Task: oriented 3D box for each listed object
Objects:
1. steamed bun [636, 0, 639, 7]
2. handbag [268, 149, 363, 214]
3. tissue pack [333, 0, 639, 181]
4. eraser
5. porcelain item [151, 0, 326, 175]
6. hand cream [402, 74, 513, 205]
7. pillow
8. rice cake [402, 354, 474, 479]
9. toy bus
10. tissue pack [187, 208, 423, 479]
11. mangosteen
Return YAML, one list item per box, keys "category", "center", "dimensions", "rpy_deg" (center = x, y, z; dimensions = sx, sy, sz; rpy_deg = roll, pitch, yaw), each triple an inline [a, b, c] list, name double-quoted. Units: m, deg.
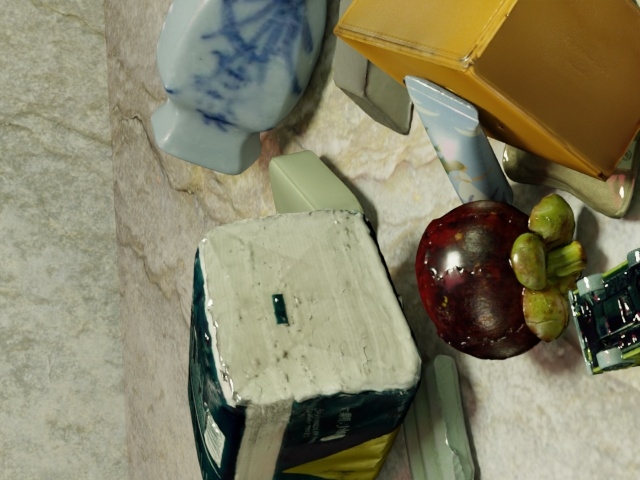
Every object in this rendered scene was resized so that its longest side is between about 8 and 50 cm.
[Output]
- category: "steamed bun"
  center: [0.331, -0.206, 0.752]
  dimensions: [0.200, 0.155, 0.250]
  rpy_deg: [123, 146, -47]
- category: "handbag"
  center: [0.000, 0.000, 1.622]
  dimensions: [0.256, 0.079, 0.219]
  rpy_deg: [-128, 28, -54]
- category: "tissue pack"
  center: [0.168, -0.190, 1.042]
  dimensions: [0.145, 0.194, 0.274]
  rpy_deg: [-60, 30, 2]
- category: "eraser"
  center: [0.081, -0.317, 1.406]
  dimensions: [0.111, 0.077, 0.352]
  rpy_deg: [-140, 52, -63]
- category: "porcelain item"
  center: [-0.122, -0.302, 1.672]
  dimensions: [0.178, 0.243, 0.405]
  rpy_deg: [-83, 16, -48]
- category: "hand cream"
  center: [0.152, -0.087, 1.111]
  dimensions: [0.088, 0.055, 0.256]
  rpy_deg: [35, 171, 30]
- category: "pillow"
  center: [0.250, -0.104, 1.087]
  dimensions: [0.217, 0.033, 0.130]
  rpy_deg: [33, 115, 62]
- category: "rice cake"
  center: [0.147, 0.268, 1.335]
  dimensions: [0.127, 0.043, 0.237]
  rpy_deg: [136, 128, -58]
- category: "toy bus"
  center: [0.293, 0.051, 0.918]
  dimensions: [0.175, 0.101, 0.088]
  rpy_deg: [131, 132, -64]
- category: "tissue pack"
  center: [-0.042, 0.186, 1.434]
  dimensions: [0.416, 0.253, 0.264]
  rpy_deg: [104, 155, -54]
- category: "mangosteen"
  center: [0.187, 0.037, 1.105]
  dimensions: [0.180, 0.166, 0.166]
  rpy_deg: [-18, 74, 40]
